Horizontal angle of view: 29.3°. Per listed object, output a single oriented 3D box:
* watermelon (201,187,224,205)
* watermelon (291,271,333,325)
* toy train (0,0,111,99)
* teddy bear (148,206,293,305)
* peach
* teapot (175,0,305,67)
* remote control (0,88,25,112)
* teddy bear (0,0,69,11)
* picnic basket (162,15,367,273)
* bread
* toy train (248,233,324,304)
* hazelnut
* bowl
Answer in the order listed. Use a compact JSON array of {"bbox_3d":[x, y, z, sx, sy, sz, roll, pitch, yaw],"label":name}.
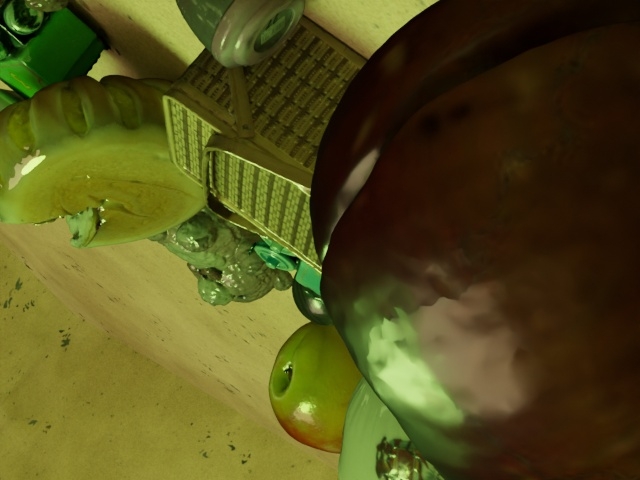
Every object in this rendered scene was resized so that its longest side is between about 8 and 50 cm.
[{"bbox_3d":[-0.092,-0.094,1.540,0.141,0.141,0.187,46,165,-26],"label":"watermelon"},{"bbox_3d":[0.002,0.065,1.835,0.133,0.105,0.105,51,161,-8],"label":"watermelon"},{"bbox_3d":[-0.415,-0.281,1.714,0.188,0.132,0.243,40,166,-25],"label":"toy train"},{"bbox_3d":[-0.167,0.004,1.932,0.236,0.151,0.267,18,151,33],"label":"teddy bear"},{"bbox_3d":[0.027,0.241,2.043,0.231,0.231,0.231,33,163,12],"label":"peach"},{"bbox_3d":[-0.095,-0.254,1.175,0.146,0.116,0.148,44,169,13],"label":"teapot"},{"bbox_3d":[-0.432,-0.197,1.915,0.090,0.038,0.309,35,-171,9],"label":"remote control"},{"bbox_3d":[-0.400,-0.361,1.476,0.190,0.177,0.140,30,118,30],"label":"teddy bear"},{"bbox_3d":[-0.016,-0.090,1.332,0.313,0.175,0.228,36,164,5],"label":"picnic basket"},{"bbox_3d":[-0.288,-0.121,1.666,0.333,0.333,0.160,73,179,-63],"label":"bread"},{"bbox_3d":[0.000,0.000,1.663,0.163,0.112,0.203,30,163,2],"label":"toy train"},{"bbox_3d":[0.195,0.002,0.872,0.429,0.402,0.402,51,159,-26],"label":"hazelnut"},{"bbox_3d":[0.158,0.199,1.588,0.337,0.337,0.157,14,132,52],"label":"bowl"}]
